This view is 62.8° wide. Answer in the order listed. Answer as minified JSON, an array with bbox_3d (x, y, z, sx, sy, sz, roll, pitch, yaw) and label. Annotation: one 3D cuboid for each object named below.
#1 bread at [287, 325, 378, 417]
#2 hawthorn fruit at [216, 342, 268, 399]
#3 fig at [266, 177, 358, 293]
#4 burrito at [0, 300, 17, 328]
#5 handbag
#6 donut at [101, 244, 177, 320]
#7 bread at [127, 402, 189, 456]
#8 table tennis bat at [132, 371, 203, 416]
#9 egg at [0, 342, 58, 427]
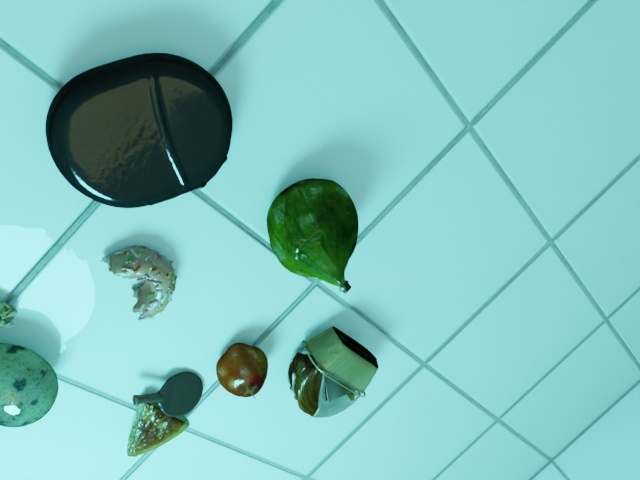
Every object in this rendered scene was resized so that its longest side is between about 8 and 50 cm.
[{"bbox_3d":[0.026,0.338,1.310,0.212,0.142,0.224,-48,126,3],"label":"bread"},{"bbox_3d":[-0.184,0.307,1.216,0.125,0.140,0.125,7,135,7],"label":"hawthorn fruit"},{"bbox_3d":[0.000,0.000,1.046,0.203,0.235,0.203,-11,126,-15],"label":"fig"},{"bbox_3d":[-0.645,0.113,0.943,0.188,0.045,0.058,26,99,-31],"label":"burrito"},{"bbox_3d":[-0.298,-0.178,0.897,0.307,0.093,0.254,-22,124,-11],"label":"handbag"},{"bbox_3d":[-0.342,0.078,1.044,0.117,0.065,0.166,-29,127,-5],"label":"donut"},{"bbox_3d":[-0.376,0.432,1.239,0.135,0.054,0.155,9,108,-30],"label":"bread"},{"bbox_3d":[-0.312,0.363,1.164,0.169,0.119,0.108,6,96,-42],"label":"table tennis bat"},{"bbox_3d":[-0.594,0.274,1.005,0.141,0.141,0.182,-34,117,-3],"label":"egg"}]
